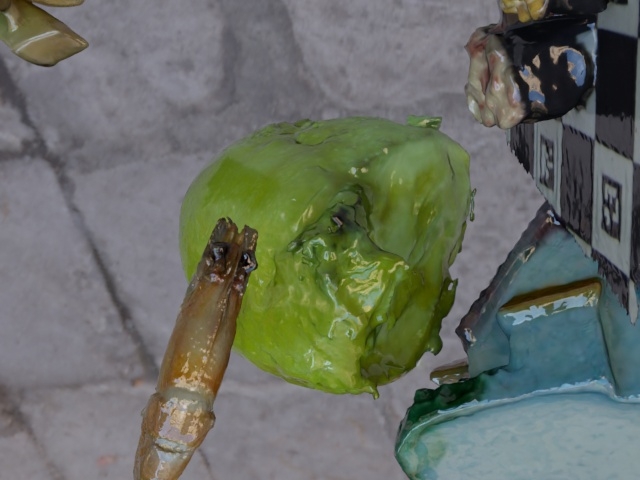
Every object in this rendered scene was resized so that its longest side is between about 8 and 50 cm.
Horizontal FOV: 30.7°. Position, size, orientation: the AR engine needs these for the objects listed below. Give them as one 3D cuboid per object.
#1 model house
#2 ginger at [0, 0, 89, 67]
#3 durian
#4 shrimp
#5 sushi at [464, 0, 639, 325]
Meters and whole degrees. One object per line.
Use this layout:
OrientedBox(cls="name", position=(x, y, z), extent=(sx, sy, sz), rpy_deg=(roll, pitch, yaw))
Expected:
OrientedBox(cls="model house", position=(0.201, 0.109, 0.972), extent=(0.230, 0.249, 0.280), rpy_deg=(-18, 131, 18))
OrientedBox(cls="ginger", position=(-0.425, -0.292, 1.128), extent=(0.413, 0.211, 0.358), rpy_deg=(4, 175, -18))
OrientedBox(cls="durian", position=(0.000, 0.000, 0.985), extent=(0.340, 0.256, 0.204), rpy_deg=(7, 126, 50))
OrientedBox(cls="shrimp", position=(-0.077, 0.072, 0.717), extent=(0.041, 0.180, 0.099), rpy_deg=(19, 169, -9))
OrientedBox(cls="sushi", position=(0.073, -0.103, 0.424), extent=(0.040, 0.193, 0.210), rpy_deg=(-3, 114, -4))
